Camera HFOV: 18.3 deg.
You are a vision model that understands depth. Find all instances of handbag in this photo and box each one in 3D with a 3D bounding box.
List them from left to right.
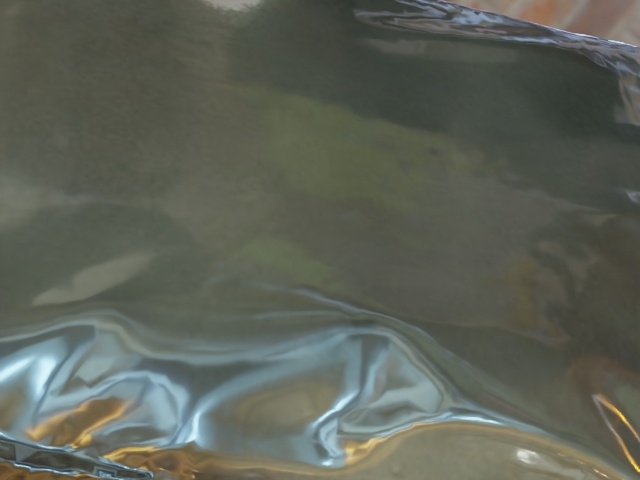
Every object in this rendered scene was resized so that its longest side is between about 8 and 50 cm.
[{"bbox_3d":[0.003,0.001,0.452,0.192,0.332,0.075,-89,-164,-44],"label":"handbag"}]
